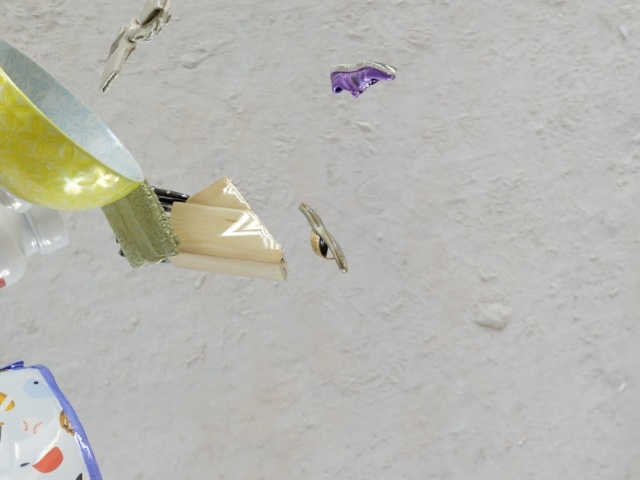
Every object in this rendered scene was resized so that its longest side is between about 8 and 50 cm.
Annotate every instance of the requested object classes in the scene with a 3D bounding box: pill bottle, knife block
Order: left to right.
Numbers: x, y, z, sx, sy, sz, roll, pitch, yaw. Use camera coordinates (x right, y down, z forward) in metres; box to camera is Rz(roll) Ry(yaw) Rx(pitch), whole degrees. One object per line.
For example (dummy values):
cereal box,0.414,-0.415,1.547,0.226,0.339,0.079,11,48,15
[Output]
pill bottle,-0.663,0.011,1.240,0.407,0.229,0.229,-27,117,-24
knife block,-0.223,0.011,1.277,0.242,0.276,0.088,-35,158,-9

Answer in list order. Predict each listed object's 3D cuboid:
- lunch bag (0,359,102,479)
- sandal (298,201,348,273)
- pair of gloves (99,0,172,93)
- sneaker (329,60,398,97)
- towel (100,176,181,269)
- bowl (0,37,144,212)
lunch bag,-0.451,0.353,0.886,0.327,0.386,0.239,-5,154,-46
sandal,0.000,0.000,1.445,0.049,0.180,0.072,-37,156,5
pair of gloves,-0.368,-0.423,1.465,0.042,0.204,0.240,30,123,-30
sneaker,0.090,-0.331,1.492,0.068,0.170,0.071,-4,97,-44
towel,-0.301,-0.029,1.195,0.110,0.027,0.148,-20,100,23
bowl,-0.410,-0.133,1.024,0.156,0.289,0.289,-43,120,3
